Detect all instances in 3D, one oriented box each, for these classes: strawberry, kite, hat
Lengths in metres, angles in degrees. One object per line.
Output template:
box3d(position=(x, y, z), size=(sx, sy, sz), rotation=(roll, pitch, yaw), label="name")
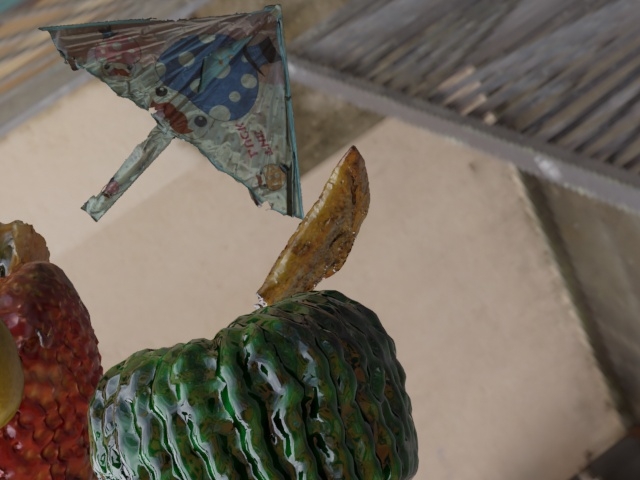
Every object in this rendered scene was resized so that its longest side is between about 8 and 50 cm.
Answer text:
box3d(position=(-0.389, 0.211, 1.642), size=(0.292, 0.292, 0.343), rotation=(39, 123, 58), label="strawberry")
box3d(position=(-0.163, -0.163, 1.568), size=(0.406, 0.368, 0.014), rotation=(37, 160, 9), label="kite")
box3d(position=(-0.025, 0.216, 0.948), size=(0.274, 0.242, 0.332), rotation=(-9, -103, -67), label="hat")

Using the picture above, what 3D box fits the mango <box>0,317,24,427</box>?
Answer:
box3d(position=(-0.436, 0.114, 1.425), size=(0.262, 0.167, 0.130), rotation=(37, -157, 15), label="mango")

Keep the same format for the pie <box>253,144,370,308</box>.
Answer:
box3d(position=(0.000, 0.000, 1.179), size=(0.034, 0.170, 0.092), rotation=(34, 177, 34), label="pie")

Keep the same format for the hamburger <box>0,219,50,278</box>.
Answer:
box3d(position=(-0.541, 0.113, 1.998), size=(0.162, 0.209, 0.330), rotation=(27, 145, -14), label="hamburger")
